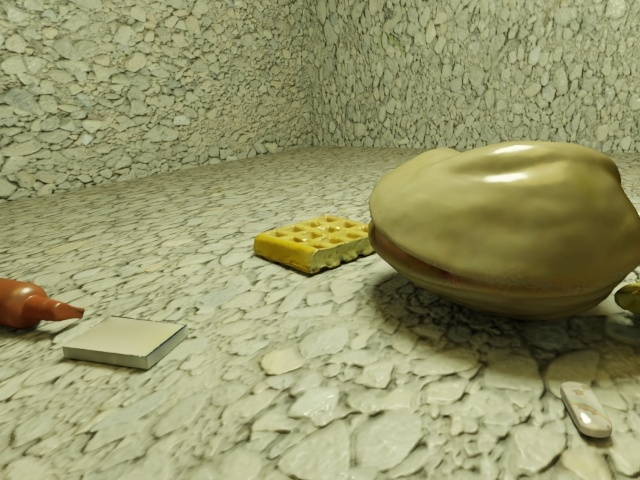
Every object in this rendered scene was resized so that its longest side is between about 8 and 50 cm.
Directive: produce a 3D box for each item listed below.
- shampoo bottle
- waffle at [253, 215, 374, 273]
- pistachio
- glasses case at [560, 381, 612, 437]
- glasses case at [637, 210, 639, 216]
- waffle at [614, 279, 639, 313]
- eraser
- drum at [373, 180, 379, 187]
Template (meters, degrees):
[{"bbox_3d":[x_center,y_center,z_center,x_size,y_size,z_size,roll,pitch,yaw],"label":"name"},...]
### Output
[{"bbox_3d":[-0.529,0.108,0.791,0.244,0.085,0.085,5,19,19],"label":"shampoo bottle"},{"bbox_3d":[0.000,0.000,1.078,0.248,0.055,0.221,-18,23,-38],"label":"waffle"},{"bbox_3d":[0.279,-0.036,0.753,0.365,0.281,0.445,-26,31,-27],"label":"pistachio"},{"bbox_3d":[0.287,0.182,0.502,0.032,0.021,0.083,-2,17,12],"label":"glasses case"},{"bbox_3d":[0.748,-0.016,0.960,0.204,0.081,0.051,10,23,41],"label":"glasses case"},{"bbox_3d":[0.552,0.085,0.617,0.250,0.056,0.261,-2,7,-45],"label":"waffle"},{"bbox_3d":[-0.294,0.152,0.700,0.150,0.023,0.104,2,18,17],"label":"eraser"},{"bbox_3d":[0.304,-0.185,1.627,0.253,0.049,0.130,2,18,16],"label":"drum"}]
